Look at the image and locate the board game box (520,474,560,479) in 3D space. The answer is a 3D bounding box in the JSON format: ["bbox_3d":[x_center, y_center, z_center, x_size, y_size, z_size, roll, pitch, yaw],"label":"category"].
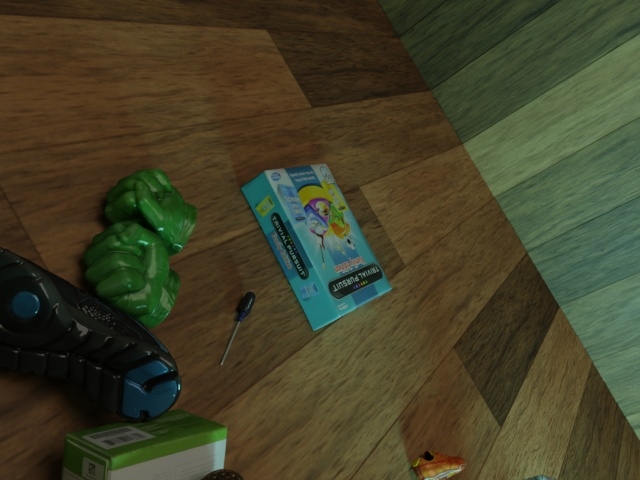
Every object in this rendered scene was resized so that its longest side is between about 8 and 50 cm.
[{"bbox_3d":[0.406,0.654,1.325,0.097,0.224,0.304,29,42,-42],"label":"board game box"}]

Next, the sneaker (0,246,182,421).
[{"bbox_3d":[-0.340,0.118,0.870,0.340,0.125,0.139,37,-3,-13],"label":"sneaker"}]

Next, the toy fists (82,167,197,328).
[{"bbox_3d":[-0.282,-0.003,1.050,0.142,0.096,0.279,36,39,-30],"label":"toy fists"}]

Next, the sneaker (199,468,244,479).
[{"bbox_3d":[-0.168,0.345,0.770,0.192,0.064,0.086,-14,117,-45],"label":"sneaker"}]

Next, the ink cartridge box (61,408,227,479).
[{"bbox_3d":[-0.225,0.362,0.832,0.188,0.097,0.256,4,93,-53],"label":"ink cartridge box"}]

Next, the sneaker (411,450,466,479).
[{"bbox_3d":[0.259,0.478,1.425,0.175,0.064,0.067,14,42,-52],"label":"sneaker"}]

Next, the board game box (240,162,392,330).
[{"bbox_3d":[0.000,0.000,1.454,0.253,0.079,0.336,-18,78,-58],"label":"board game box"}]

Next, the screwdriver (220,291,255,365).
[{"bbox_3d":[-0.149,0.152,1.173,0.170,0.024,0.025,-67,149,-51],"label":"screwdriver"}]
